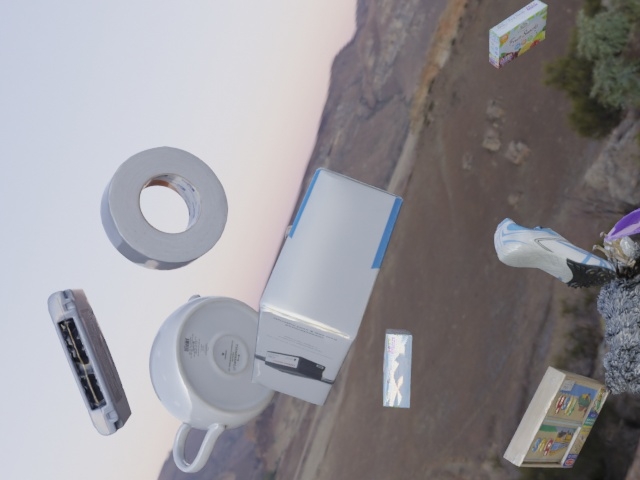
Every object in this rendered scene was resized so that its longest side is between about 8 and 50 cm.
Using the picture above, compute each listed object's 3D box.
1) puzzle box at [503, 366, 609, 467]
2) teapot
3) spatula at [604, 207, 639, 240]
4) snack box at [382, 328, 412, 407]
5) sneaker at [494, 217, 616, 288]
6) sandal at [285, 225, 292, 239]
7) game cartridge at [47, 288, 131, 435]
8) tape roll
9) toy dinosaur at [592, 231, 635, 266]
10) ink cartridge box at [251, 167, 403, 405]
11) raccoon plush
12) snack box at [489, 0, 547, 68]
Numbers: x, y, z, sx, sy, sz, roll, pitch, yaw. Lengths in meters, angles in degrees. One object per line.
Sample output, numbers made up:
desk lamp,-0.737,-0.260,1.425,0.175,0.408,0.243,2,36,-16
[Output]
puzzle box,0.666,0.500,1.978,0.409,0.052,0.272,21,-84,-49
teapot,-0.207,0.235,1.279,0.187,0.252,0.256,-34,2,44
spatula,0.516,-0.031,0.917,0.297,0.030,0.084,0,31,48
snack box,0.190,0.312,1.777,0.207,0.070,0.174,49,-136,-84
sneaker,0.411,0.021,1.235,0.085,0.237,0.086,129,154,-54
sandal,0.006,0.000,1.613,0.240,0.088,0.079,40,-120,-53
game cartridge,-0.465,0.240,1.452,0.196,0.060,0.294,151,98,-85
tape roll,-0.283,-0.058,1.303,0.072,0.219,0.219,-27,38,58
toy dinosaur,0.735,0.022,1.785,0.053,0.093,0.183,-62,0,26
ink cartridge box,0.000,0.081,1.030,0.307,0.129,0.223,105,-175,-61
raccoon plush,0.855,0.239,2.034,0.216,0.446,0.299,-17,36,43
snack box,0.451,-0.471,1.630,0.141,0.037,0.100,-35,-34,-10
